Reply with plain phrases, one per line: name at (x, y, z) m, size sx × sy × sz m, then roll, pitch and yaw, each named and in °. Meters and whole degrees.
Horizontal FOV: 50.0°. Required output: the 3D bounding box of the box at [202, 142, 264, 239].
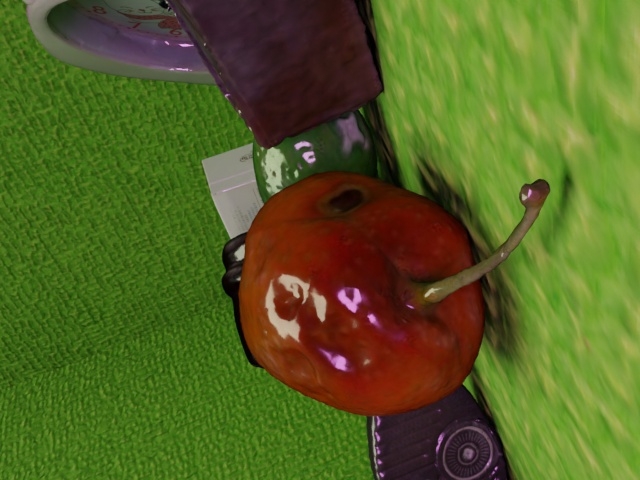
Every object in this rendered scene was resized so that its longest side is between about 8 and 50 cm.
box at (-0.094, -0.066, 1.381) m, size 0.274 × 0.203 × 0.116 m, roll 72°, pitch 177°, yaw -48°

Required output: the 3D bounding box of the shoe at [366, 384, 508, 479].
shoe at (0.104, 0.224, 0.620) m, size 0.293 × 0.109 × 0.149 m, roll 65°, pitch 172°, yaw -10°

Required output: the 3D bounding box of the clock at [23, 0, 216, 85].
clock at (-0.135, -0.233, 0.634) m, size 0.324 × 0.265 × 0.109 m, roll 167°, pitch 108°, yaw -80°

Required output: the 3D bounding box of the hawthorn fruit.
hawthorn fruit at (0.052, 0.026, 0.389) m, size 0.285 × 0.165 × 0.165 m, roll -15°, pitch 96°, yaw 64°

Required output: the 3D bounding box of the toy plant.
toy plant at (0.000, 0.000, 0.610) m, size 0.218 × 0.175 × 0.235 m, roll 52°, pitch -141°, yaw -71°

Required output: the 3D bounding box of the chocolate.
chocolate at (-0.063, -0.197, 0.403) m, size 0.112 × 0.112 × 0.321 m, roll 57°, pitch 177°, yaw 37°
